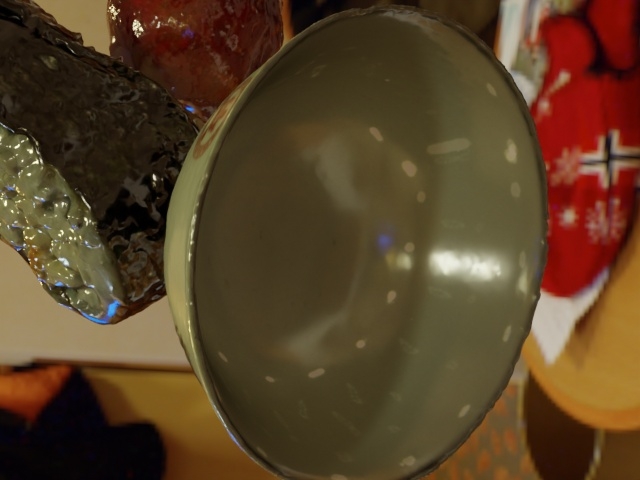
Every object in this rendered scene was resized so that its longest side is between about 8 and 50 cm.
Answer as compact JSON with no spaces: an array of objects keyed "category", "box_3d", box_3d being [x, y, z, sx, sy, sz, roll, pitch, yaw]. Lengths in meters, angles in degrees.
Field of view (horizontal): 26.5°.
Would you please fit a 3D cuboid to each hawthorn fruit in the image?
[{"category":"hawthorn fruit","box_3d":[-0.137,-0.280,1.615,0.266,0.210,0.230,-67,-22,1]}]

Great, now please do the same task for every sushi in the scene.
[{"category":"sushi","box_3d":[-0.234,-0.090,1.192,0.171,0.350,0.211,-44,-13,-32]}]

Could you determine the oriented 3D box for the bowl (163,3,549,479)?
[{"category":"bowl","box_3d":[0.000,0.000,0.975,0.157,0.337,0.337,11,96,48]}]
